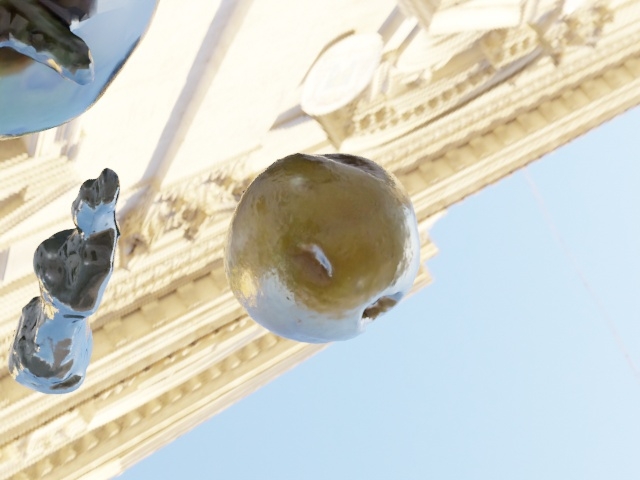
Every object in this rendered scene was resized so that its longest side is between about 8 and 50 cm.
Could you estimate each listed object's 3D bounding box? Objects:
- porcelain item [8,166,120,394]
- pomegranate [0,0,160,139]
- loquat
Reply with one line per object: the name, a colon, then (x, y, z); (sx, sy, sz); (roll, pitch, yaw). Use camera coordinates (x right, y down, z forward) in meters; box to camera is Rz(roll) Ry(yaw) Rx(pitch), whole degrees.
porcelain item: (-0.190, 0.031, 0.773); (0.069, 0.216, 0.081); (19, -136, -13)
pomegranate: (-0.127, -0.134, 0.383); (0.156, 0.156, 0.220); (16, -134, -15)
loquat: (0.004, -0.003, 1.046); (0.213, 0.213, 0.213); (8, -113, -18)
